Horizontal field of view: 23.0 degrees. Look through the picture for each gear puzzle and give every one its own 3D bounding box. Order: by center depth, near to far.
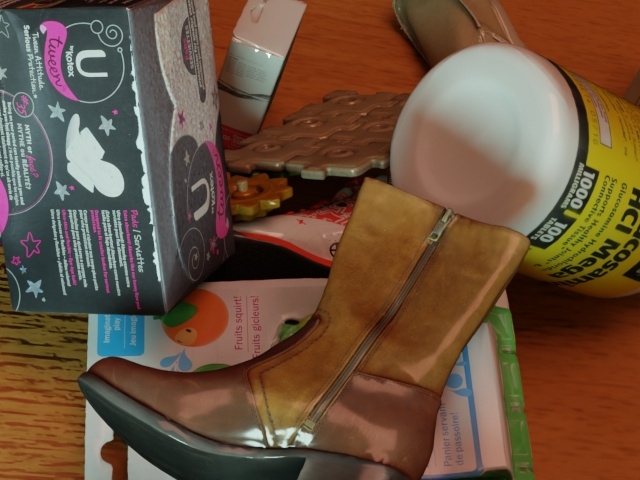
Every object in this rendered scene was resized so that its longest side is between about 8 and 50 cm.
[{"bbox_3d":[0.006,-0.075,1.483,0.175,0.044,0.339,6,23,30],"label":"gear puzzle"}]

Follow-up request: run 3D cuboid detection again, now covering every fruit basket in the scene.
[{"bbox_3d":[-0.009,0.160,1.236,0.353,0.165,0.327,2,57,-7],"label":"fruit basket"}]

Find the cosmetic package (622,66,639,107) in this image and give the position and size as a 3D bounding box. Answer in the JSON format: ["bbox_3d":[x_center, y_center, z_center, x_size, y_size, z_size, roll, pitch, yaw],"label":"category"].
[{"bbox_3d":[0.501,-0.137,1.731,0.309,0.160,0.113,34,44,9],"label":"cosmetic package"}]

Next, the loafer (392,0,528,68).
[{"bbox_3d":[0.160,-0.199,1.692,0.092,0.102,0.268,-17,57,-40],"label":"loafer"}]

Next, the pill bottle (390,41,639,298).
[{"bbox_3d":[0.234,-0.050,1.457,0.334,0.188,0.188,17,37,-46],"label":"pill bottle"}]

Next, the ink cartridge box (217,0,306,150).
[{"bbox_3d":[-0.066,-0.167,1.544,0.056,0.135,0.099,21,45,-2],"label":"ink cartridge box"}]

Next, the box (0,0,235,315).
[{"bbox_3d":[-0.166,-0.081,1.270,0.142,0.247,0.163,2,19,18],"label":"box"}]

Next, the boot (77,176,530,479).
[{"bbox_3d":[-0.012,0.059,1.179,0.264,0.096,0.280,16,62,20],"label":"boot"}]

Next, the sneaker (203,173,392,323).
[{"bbox_3d":[0.001,0.001,1.454,0.270,0.090,0.145,5,35,-9],"label":"sneaker"}]

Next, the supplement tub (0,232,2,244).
[{"bbox_3d":[-0.370,0.007,1.216,0.191,0.191,0.272,26,44,2],"label":"supplement tub"}]
